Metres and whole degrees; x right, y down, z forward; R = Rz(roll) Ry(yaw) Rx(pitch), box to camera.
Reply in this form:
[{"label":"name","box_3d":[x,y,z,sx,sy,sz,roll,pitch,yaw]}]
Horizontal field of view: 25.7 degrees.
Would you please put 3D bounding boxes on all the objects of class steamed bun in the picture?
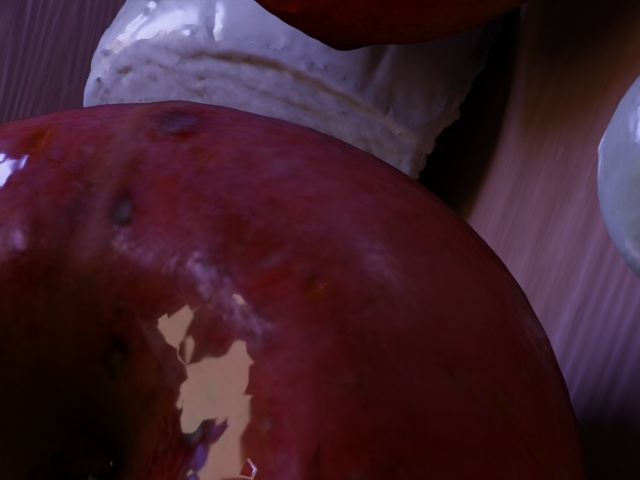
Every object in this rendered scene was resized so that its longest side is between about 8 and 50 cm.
[{"label":"steamed bun","box_3d":[0.001,-0.143,1.022,0.272,0.273,0.290,-42,24,37]}]

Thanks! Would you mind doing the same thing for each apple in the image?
[{"label":"apple","box_3d":[-0.064,0.126,0.610,0.364,0.364,0.364,-164,90,-80]}]

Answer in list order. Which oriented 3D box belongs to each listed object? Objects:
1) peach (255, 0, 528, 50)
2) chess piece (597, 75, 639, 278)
[{"label":"peach","box_3d":[0.046,-0.282,0.777,0.290,0.372,0.372,-45,-8,-35]},{"label":"chess piece","box_3d":[0.157,-0.063,0.396,0.243,0.133,0.133,109,172,-55]}]
